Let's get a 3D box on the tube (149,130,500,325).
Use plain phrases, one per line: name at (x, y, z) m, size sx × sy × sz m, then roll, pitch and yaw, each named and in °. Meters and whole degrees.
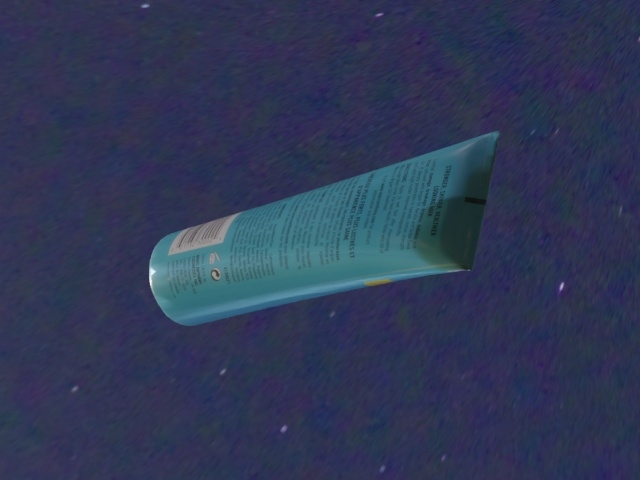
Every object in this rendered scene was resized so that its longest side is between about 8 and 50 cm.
tube at (0.000, 0.000, 0.781) m, size 0.207 × 0.052 × 0.080 m, roll -15°, pitch -127°, yaw 40°
